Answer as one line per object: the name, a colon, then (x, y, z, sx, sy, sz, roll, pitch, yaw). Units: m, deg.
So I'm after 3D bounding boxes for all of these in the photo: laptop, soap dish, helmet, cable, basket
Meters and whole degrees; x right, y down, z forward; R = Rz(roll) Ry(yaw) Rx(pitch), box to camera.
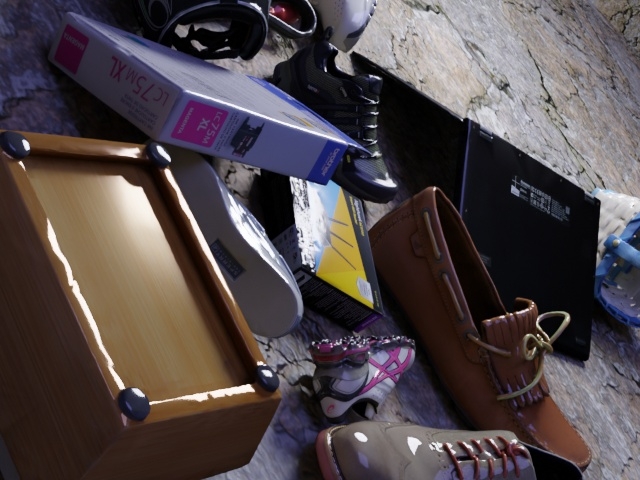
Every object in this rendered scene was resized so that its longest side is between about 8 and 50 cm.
laptop: (0.229, -0.052, 1.716, 0.382, 0.236, 0.408, 22, 69, -45)
soap dish: (-0.167, 0.048, 0.859, 0.229, 0.118, 0.291, 1, 57, -57)
helmet: (-0.132, -0.284, 1.244, 0.169, 0.169, 0.161, 17, 52, -50)
cable: (-0.103, -0.301, 1.463, 0.287, 0.072, 0.139, -34, 97, -51)
basket: (0.556, 0.053, 1.875, 0.255, 0.201, 0.289, 29, 5, -38)

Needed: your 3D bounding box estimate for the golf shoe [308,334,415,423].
golf shoe: (0.044, 0.139, 1.162, 0.186, 0.067, 0.086, -1, 87, -60)

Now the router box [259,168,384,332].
router box: (0.000, 0.000, 1.258, 0.133, 0.046, 0.179, 32, 34, -37)

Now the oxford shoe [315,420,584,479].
oxford shoe: (0.134, 0.221, 1.121, 0.348, 0.130, 0.123, 20, 42, -48)

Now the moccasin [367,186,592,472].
moccasin: (0.206, 0.110, 1.346, 0.380, 0.147, 0.139, 60, 28, 11)

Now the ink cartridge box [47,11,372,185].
ink cartridge box: (-0.102, -0.135, 1.159, 0.186, 0.065, 0.311, 36, 17, 34)

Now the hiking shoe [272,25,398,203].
hiking shoe: (0.039, -0.153, 1.421, 0.227, 0.114, 0.086, 54, 27, 0)

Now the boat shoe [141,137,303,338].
boat shoe: (-0.097, 0.000, 1.090, 0.227, 0.079, 0.081, 52, 3, 7)

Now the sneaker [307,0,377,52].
sneaker: (-0.005, -0.387, 1.668, 0.129, 0.111, 0.297, 13, 42, -31)
